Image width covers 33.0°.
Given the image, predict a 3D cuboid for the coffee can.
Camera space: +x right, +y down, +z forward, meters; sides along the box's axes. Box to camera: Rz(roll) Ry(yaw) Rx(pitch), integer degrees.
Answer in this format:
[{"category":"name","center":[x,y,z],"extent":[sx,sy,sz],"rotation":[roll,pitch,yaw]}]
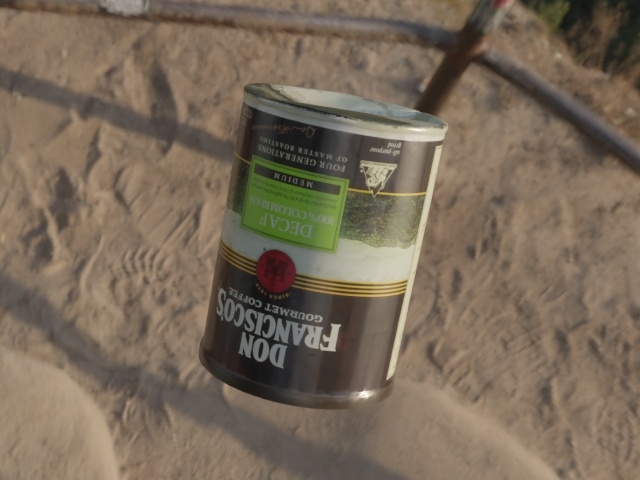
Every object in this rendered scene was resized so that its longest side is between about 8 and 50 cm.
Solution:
[{"category":"coffee can","center":[0.000,0.000,1.066],"extent":[0.202,0.275,0.201],"rotation":[10,13,-2]}]
